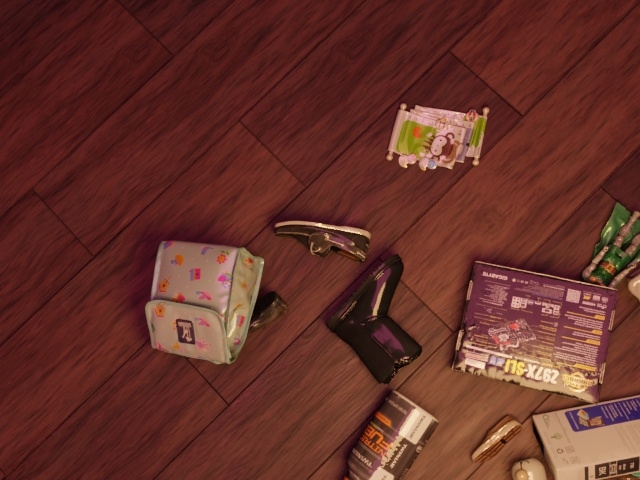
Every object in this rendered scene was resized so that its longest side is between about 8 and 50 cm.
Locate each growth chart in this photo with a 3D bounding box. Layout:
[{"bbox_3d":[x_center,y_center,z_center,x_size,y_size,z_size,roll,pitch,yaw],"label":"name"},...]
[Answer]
[{"bbox_3d":[0.287,-0.253,1.796,0.237,0.021,0.172,6,81,6],"label":"growth chart"}]

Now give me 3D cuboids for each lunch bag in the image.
[{"bbox_3d":[-0.273,0.143,1.685,0.223,0.160,0.262,6,77,22],"label":"lunch bag"}]

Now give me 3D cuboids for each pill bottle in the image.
[{"bbox_3d":[0.145,0.466,1.621,0.130,0.130,0.246,33,84,10],"label":"pill bottle"}]

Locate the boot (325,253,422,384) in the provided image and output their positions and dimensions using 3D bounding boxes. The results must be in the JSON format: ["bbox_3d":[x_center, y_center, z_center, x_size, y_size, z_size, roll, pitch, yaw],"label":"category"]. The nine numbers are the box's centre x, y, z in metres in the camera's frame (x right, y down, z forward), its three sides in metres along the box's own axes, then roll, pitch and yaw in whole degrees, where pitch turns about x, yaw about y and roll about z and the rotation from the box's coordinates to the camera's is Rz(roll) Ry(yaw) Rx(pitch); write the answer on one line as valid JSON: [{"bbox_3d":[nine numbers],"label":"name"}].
[{"bbox_3d":[0.161,0.183,1.686,0.207,0.094,0.246,43,92,14],"label":"boot"}]

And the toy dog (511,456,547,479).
[{"bbox_3d":[0.444,0.621,1.480,0.220,0.161,0.334,-44,55,14],"label":"toy dog"}]

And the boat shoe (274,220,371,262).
[{"bbox_3d":[0.000,0.000,1.741,0.233,0.084,0.079,10,80,3],"label":"boat shoe"}]

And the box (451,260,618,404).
[{"bbox_3d":[0.478,0.203,1.646,0.322,0.079,0.257,11,85,14],"label":"box"}]

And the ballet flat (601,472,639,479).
[{"bbox_3d":[0.658,0.509,1.593,0.280,0.095,0.096,-13,121,12],"label":"ballet flat"}]

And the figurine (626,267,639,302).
[{"bbox_3d":[0.831,0.122,1.653,0.215,0.092,0.209,-34,83,-1],"label":"figurine"}]

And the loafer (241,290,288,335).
[{"bbox_3d":[-0.150,0.193,1.731,0.170,0.061,0.062,-36,36,14],"label":"loafer"}]

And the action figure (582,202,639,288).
[{"bbox_3d":[0.679,0.043,1.692,0.137,0.063,0.232,36,88,7],"label":"action figure"}]

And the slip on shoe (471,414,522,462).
[{"bbox_3d":[0.391,0.447,1.651,0.135,0.051,0.041,-44,39,4],"label":"slip on shoe"}]

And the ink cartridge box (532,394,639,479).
[{"bbox_3d":[0.643,0.420,1.573,0.332,0.165,0.065,-13,119,4],"label":"ink cartridge box"}]
